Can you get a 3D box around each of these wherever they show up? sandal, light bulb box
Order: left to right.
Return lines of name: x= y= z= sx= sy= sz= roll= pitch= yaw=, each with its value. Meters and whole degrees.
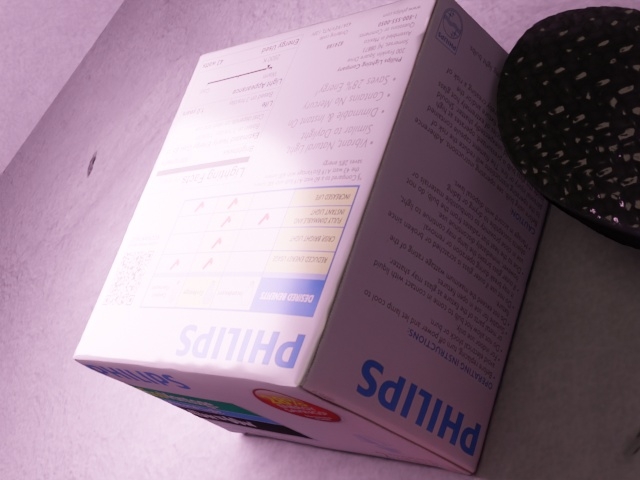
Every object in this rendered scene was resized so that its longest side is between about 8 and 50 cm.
light bulb box: x=0.000 y=0.000 z=0.989 sx=0.357 sy=0.225 sz=0.361 roll=-2 pitch=62 yaw=49
sandal: x=0.297 y=-0.035 z=0.778 sx=0.167 sy=0.107 sz=0.446 roll=-47 pitch=48 yaw=3
